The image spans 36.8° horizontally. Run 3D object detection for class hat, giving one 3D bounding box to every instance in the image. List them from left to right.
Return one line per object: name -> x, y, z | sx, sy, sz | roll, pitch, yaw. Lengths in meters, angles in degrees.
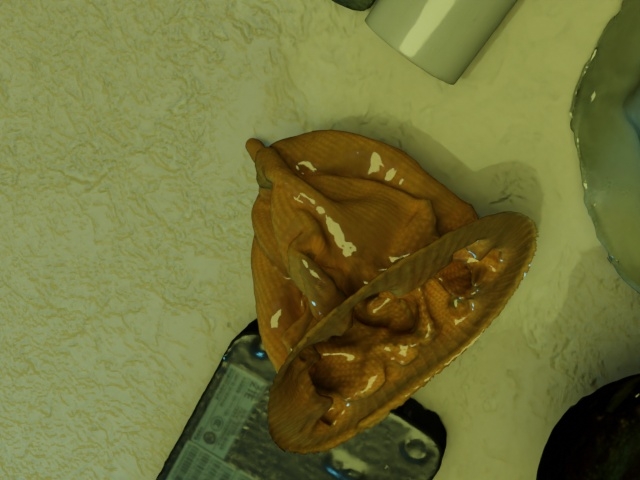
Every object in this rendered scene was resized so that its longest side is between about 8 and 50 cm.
hat -> 0.000, 0.000, 0.768 | 0.233, 0.233, 0.244 | 51, 138, 30

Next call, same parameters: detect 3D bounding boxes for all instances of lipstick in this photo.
lipstick -> 0.159, -0.268, 0.685 | 0.087, 0.087, 0.327 | 37, 109, 4

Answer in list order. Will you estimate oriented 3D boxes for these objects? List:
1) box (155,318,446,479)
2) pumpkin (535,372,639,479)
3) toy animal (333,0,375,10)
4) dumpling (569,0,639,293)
box -> -0.053, 0.259, 0.875 | 0.211, 0.058, 0.350 | 31, 107, 7
pumpkin -> 0.296, 0.196, 0.638 | 0.320, 0.320, 0.192 | 9, 70, 12
toy animal -> -0.046, -0.275, 0.739 | 0.253, 0.079, 0.070 | 43, 87, -3
dumpling -> 0.323, -0.039, 0.647 | 0.341, 0.181, 0.260 | 36, 118, 5
